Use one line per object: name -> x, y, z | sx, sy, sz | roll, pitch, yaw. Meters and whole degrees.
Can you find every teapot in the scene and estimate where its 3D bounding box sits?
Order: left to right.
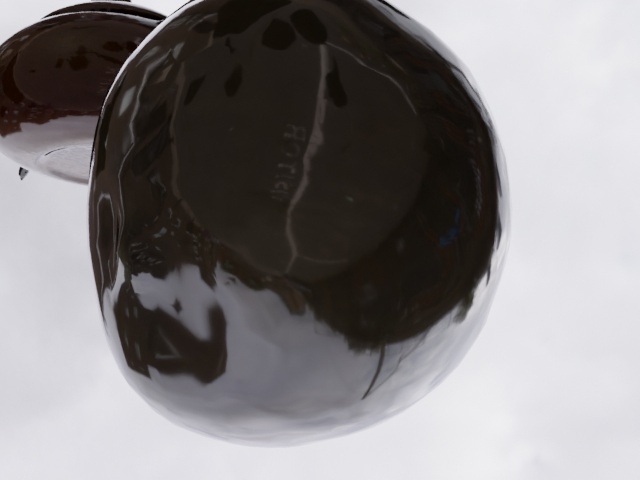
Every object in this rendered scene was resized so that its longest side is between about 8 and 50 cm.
teapot -> -0.133, -0.117, 0.869 | 0.178, 0.252, 0.135 | 9, -108, -47

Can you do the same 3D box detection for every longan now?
longan -> -0.009, -0.013, 0.559 | 0.197, 0.220, 0.196 | -1, -139, 0

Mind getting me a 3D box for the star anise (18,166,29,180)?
star anise -> -0.252, -0.160, 1.377 | 0.272, 0.272, 0.102 | -5, -120, -7
